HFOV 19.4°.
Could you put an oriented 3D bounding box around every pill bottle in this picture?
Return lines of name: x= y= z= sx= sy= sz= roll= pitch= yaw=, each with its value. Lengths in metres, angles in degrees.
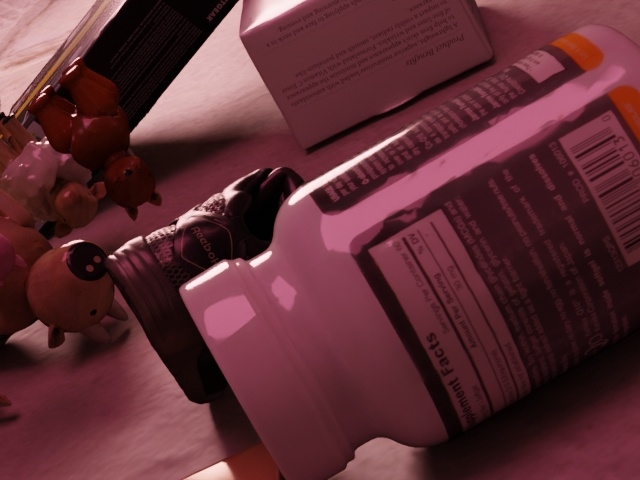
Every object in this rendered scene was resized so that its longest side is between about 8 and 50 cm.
pill bottle: x=0.074 y=0.013 z=1.026 sx=0.278 sy=0.162 sz=0.162 roll=-30 pitch=21 yaw=-3

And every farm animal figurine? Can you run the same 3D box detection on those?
farm animal figurine: x=-0.248 y=0.038 z=1.409 sx=0.330 sy=0.172 sz=0.327 roll=-47 pitch=14 yaw=-21

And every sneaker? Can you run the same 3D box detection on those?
sneaker: x=-0.052 y=0.030 z=1.167 sx=0.130 sy=0.087 sz=0.227 roll=-30 pitch=-17 yaw=-6

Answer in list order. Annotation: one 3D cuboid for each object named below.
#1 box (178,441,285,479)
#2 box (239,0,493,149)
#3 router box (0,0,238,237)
box: x=-0.092 y=0.195 z=1.021 sx=0.164 sy=0.021 sz=0.201 roll=-25 pitch=22 yaw=10
box: x=0.037 y=-0.190 z=1.605 sx=0.181 sy=0.119 sz=0.182 roll=-26 pitch=20 yaw=10
router box: x=-0.189 y=-0.173 z=1.756 sx=0.309 sy=0.081 sz=0.243 roll=-48 pitch=15 yaw=18
